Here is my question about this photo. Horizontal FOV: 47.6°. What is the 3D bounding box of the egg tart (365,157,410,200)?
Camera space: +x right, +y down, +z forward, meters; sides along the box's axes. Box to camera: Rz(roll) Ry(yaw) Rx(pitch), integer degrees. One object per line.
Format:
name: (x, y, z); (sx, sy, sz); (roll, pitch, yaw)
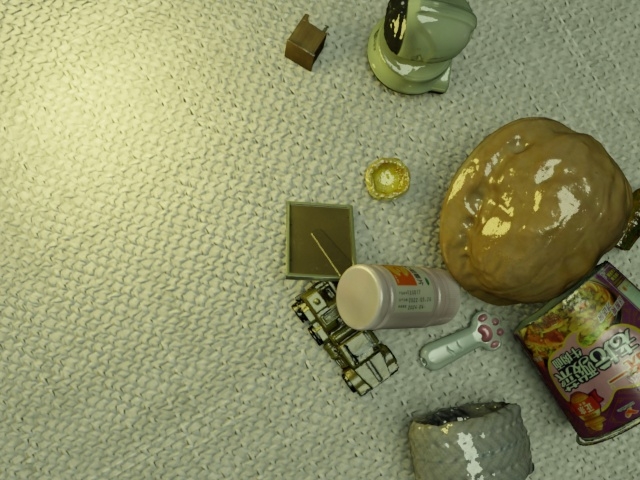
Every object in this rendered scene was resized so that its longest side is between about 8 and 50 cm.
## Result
egg tart: (0.148, -0.134, 1.608); (0.105, 0.039, 0.105); (1, 85, -5)

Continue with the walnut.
walnut: (0.432, -0.055, 1.469); (0.384, 0.383, 0.383); (0, 85, -6)

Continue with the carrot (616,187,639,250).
carrot: (0.703, -0.045, 1.636); (0.082, 0.082, 0.173); (39, 84, -1)

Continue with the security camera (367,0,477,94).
security camera: (0.211, -0.430, 1.521); (0.191, 0.277, 0.196); (9, 85, -6)

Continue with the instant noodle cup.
instant noodle cup: (0.583, 0.214, 1.498); (0.340, 0.340, 0.266); (-35, 79, -7)

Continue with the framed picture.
framed picture: (0.000, 0.000, 1.542); (0.150, 0.015, 0.203); (2, 52, -6)

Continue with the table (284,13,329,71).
table: (-0.027, -0.437, 1.597); (0.070, 0.083, 0.082); (31, 78, 0)

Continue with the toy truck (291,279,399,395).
toy truck: (0.058, 0.199, 1.530); (0.127, 0.127, 0.257); (-35, 93, -9)

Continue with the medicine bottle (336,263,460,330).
medicine bottle: (0.163, 0.116, 1.485); (0.250, 0.133, 0.133); (5, 83, -41)

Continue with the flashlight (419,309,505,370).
flashlight: (0.310, 0.224, 1.589); (0.201, 0.047, 0.093); (-23, 88, -8)

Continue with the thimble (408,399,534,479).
thimble: (0.305, 0.425, 1.487); (0.246, 0.217, 0.157); (-9, 87, -14)
